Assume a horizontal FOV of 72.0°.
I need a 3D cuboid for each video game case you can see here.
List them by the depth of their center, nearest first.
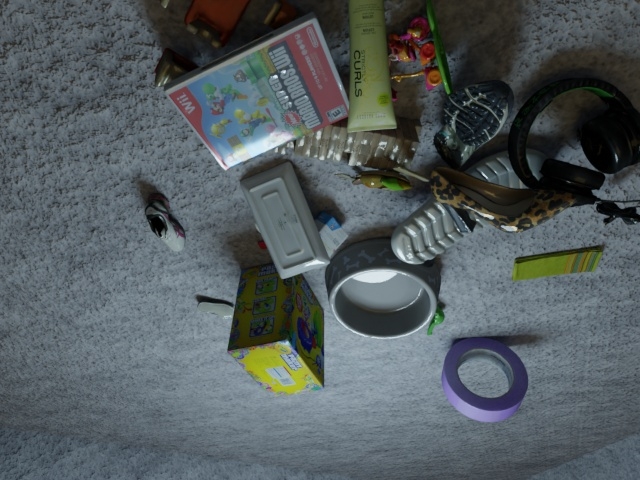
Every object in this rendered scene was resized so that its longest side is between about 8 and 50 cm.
[{"bbox_3d":[-0.102,-0.255,0.802,0.285,0.025,0.204,-21,140,10],"label":"video game case"}]

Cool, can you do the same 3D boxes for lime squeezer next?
[{"bbox_3d":[0.340,0.227,1.447,0.110,0.059,0.310,4,148,45],"label":"lime squeezer"}]

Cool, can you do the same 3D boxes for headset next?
[{"bbox_3d":[0.575,-0.173,0.966,0.394,0.185,0.243,40,102,-14],"label":"headset"}]

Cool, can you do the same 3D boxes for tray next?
[{"bbox_3d":[-0.090,-0.042,1.077,0.145,0.030,0.270,-19,100,17],"label":"tray"}]

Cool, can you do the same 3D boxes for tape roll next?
[{"bbox_3d":[0.565,0.477,1.530,0.275,0.275,0.090,-4,136,4],"label":"tape roll"}]

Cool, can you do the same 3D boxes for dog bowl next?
[{"bbox_3d":[0.181,0.158,1.294,0.349,0.102,0.348,4,131,5],"label":"dog bowl"}]

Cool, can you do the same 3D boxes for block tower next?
[{"bbox_3d":[0.049,-0.225,0.944,0.335,0.097,0.091,7,136,-9],"label":"block tower"}]

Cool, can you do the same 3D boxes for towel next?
[{"bbox_3d":[0.694,0.075,1.303,0.237,0.021,0.102,-9,134,9],"label":"towel"}]

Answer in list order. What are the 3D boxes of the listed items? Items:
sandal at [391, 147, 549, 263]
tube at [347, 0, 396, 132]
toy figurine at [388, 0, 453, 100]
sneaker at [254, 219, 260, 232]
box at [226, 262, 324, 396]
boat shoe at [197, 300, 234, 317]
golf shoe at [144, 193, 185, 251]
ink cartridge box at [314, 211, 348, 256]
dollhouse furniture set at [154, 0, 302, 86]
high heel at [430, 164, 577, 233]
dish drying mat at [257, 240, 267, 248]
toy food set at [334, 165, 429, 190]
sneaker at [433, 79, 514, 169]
[{"bbox_3d":[0.348,-0.098,1.073,0.416,0.102,0.169,-30,115,10],"label":"sandal"},{"bbox_3d":[0.088,-0.320,0.791,0.070,0.062,0.240,11,112,42],"label":"tube"},{"bbox_3d":[0.151,-0.335,0.835,0.159,0.130,0.173,-11,113,24],"label":"toy figurine"},{"bbox_3d":[-0.095,-0.034,1.161,0.084,0.058,0.152,-32,129,32],"label":"sneaker"},{"bbox_3d":[-0.116,0.261,1.306,0.177,0.279,0.290,-14,135,14],"label":"box"},{"bbox_3d":[-0.339,0.223,1.438,0.125,0.038,0.046,12,93,-19],"label":"boat shoe"},{"bbox_3d":[-0.410,-0.027,1.150,0.067,0.086,0.186,-8,136,6],"label":"golf shoe"},{"bbox_3d":[0.000,0.000,1.155,0.122,0.052,0.088,-49,131,-8],"label":"ink cartridge box"},{"bbox_3d":[-0.199,-0.384,0.786,0.262,0.135,0.259,27,118,-25],"label":"dollhouse furniture set"},{"bbox_3d":[0.363,-0.104,0.908,0.261,0.093,0.186,-12,129,43],"label":"high heel"},{"bbox_3d":[-0.132,0.007,1.240,0.083,0.008,0.032,-12,135,10],"label":"dish drying mat"},{"bbox_3d":[0.135,-0.127,0.992,0.132,0.038,0.192,11,175,-41],"label":"toy food set"},{"bbox_3d":[0.307,-0.245,0.855,0.122,0.110,0.283,-39,175,-5],"label":"sneaker"}]
